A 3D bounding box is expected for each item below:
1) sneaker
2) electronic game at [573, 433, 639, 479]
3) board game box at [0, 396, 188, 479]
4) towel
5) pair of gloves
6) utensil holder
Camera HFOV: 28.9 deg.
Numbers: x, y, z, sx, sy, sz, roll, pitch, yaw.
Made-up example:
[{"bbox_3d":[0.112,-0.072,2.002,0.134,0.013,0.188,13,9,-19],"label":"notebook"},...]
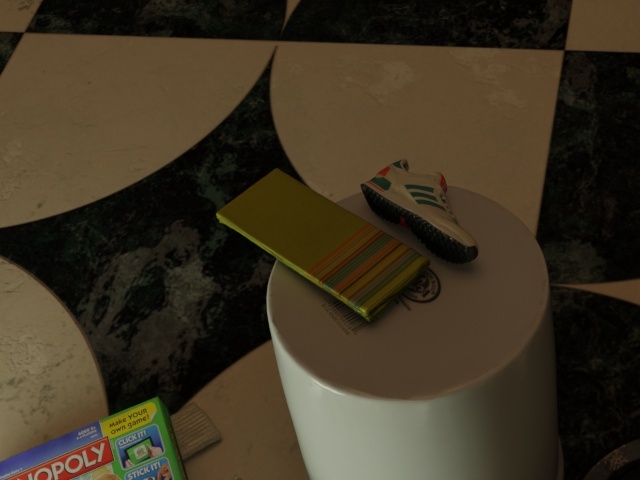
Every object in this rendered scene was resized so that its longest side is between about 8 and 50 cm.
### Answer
[{"bbox_3d":[0.120,-0.039,1.334,0.075,0.057,0.161,-42,51,-17],"label":"sneaker"},{"bbox_3d":[0.385,0.300,1.450,0.229,0.048,0.229,-27,21,11],"label":"electronic game"},{"bbox_3d":[-0.317,0.352,1.561,0.317,0.046,0.213,-23,57,0],"label":"board game box"},{"bbox_3d":[0.000,0.000,1.351,0.237,0.021,0.102,32,56,34],"label":"towel"},{"bbox_3d":[-0.199,0.330,1.601,0.204,0.042,0.240,-26,50,-12],"label":"pair of gloves"},{"bbox_3d":[0.120,0.169,1.448,0.328,0.385,0.327,-5,48,6],"label":"utensil holder"}]
